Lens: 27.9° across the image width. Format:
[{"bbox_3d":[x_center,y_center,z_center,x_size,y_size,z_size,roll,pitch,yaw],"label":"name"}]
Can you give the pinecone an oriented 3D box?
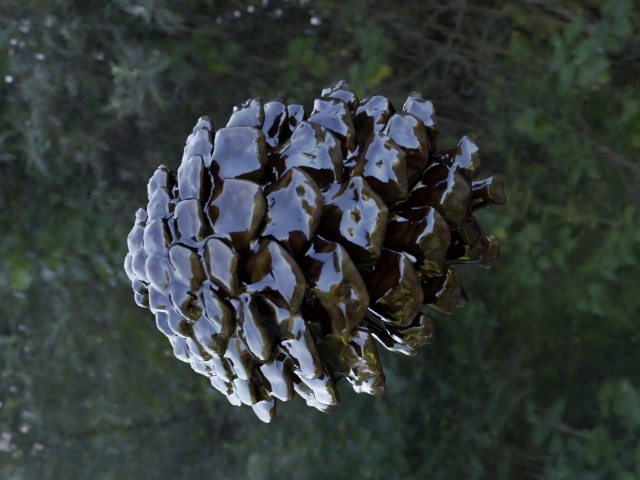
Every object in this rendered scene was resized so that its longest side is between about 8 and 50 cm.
[{"bbox_3d":[-0.005,-0.002,0.730,0.204,0.184,0.179,-39,-12,-20],"label":"pinecone"}]
